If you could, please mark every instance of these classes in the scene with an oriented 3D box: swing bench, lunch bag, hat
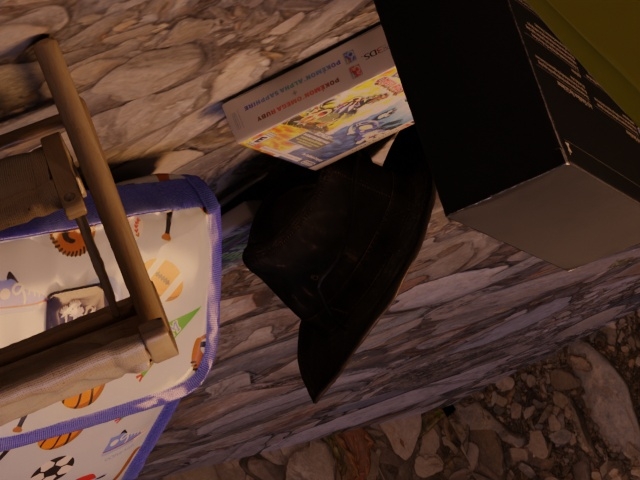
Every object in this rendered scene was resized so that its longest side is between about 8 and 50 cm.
[{"bbox_3d":[-0.263,0.025,1.450,0.253,0.255,0.165,-21,168,-4],"label":"swing bench"},{"bbox_3d":[-0.288,0.098,1.808,0.328,0.239,0.385,-12,148,-36],"label":"lunch bag"},{"bbox_3d":[0.000,0.000,1.958,0.134,0.331,0.331,22,154,-12],"label":"hat"}]

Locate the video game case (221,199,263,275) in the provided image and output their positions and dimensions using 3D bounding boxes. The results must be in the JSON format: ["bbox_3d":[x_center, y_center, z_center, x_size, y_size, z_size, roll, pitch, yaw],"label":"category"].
[{"bbox_3d":[-0.098,0.002,2.118,0.173,0.022,0.190,-31,170,25],"label":"video game case"}]

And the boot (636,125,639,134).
[{"bbox_3d":[0.351,-0.146,2.212,0.198,0.077,0.137,-31,168,-24],"label":"boot"}]

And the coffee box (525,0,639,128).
[{"bbox_3d":[0.376,-0.201,1.188,0.334,0.338,0.338,-10,144,-42],"label":"coffee box"}]

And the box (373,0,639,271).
[{"bbox_3d":[0.155,-0.093,1.434,0.103,0.184,0.261,-27,160,20],"label":"box"}]

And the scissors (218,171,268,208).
[{"bbox_3d":[-0.150,-0.008,2.061,0.297,0.021,0.109,-29,165,25],"label":"scissors"}]

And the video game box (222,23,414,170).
[{"bbox_3d":[0.033,-0.131,1.774,0.187,0.048,0.205,-28,167,16],"label":"video game box"}]
